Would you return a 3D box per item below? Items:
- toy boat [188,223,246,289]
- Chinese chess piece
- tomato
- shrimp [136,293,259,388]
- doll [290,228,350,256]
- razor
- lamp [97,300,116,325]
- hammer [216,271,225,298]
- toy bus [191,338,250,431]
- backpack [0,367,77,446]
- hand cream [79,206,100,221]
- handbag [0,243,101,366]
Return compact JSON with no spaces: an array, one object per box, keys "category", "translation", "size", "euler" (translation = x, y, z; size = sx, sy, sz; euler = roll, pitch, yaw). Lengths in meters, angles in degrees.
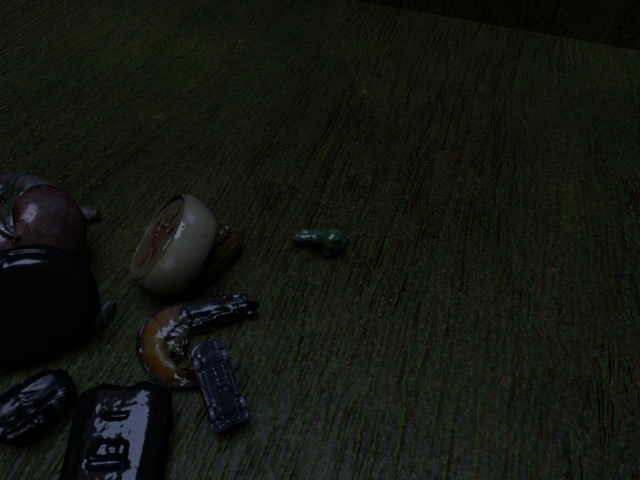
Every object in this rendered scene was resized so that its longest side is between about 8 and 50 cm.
[{"category":"toy boat","translation":[-0.275,0.036,1.245],"size":[0.068,0.088,0.226],"euler":[-5,37,47]},{"category":"Chinese chess piece","translation":[-0.350,0.011,1.177],"size":[0.103,0.249,0.250],"euler":[32,38,-32]},{"category":"tomato","translation":[-0.724,-0.012,1.157],"size":[0.316,0.283,0.317],"euler":[2,46,-3]},{"category":"shrimp","translation":[-0.265,0.220,1.106],"size":[0.290,0.054,0.222],"euler":[-17,49,-11]},{"category":"doll","translation":[0.000,0.000,1.309],"size":[0.150,0.078,0.115],"euler":[9,10,22]},{"category":"razor","translation":[-0.382,0.421,0.888],"size":[0.189,0.107,0.327],"euler":[1,49,-1]},{"category":"lamp","translation":[-0.587,0.161,1.160],"size":[0.198,0.050,0.056],"euler":[6,51,2]},{"category":"hammer","translation":[-0.247,0.107,1.229],"size":[0.019,0.036,0.110],"euler":[-7,40,-6]},{"category":"toy bus","translation":[-0.209,0.292,0.995],"size":[0.079,0.077,0.174],"euler":[-15,71,-27]},{"category":"backpack","translation":[-0.566,0.329,0.969],"size":[0.165,0.120,0.106],"euler":[-31,77,-25]},{"category":"hand cream","translation":[-0.722,-0.075,1.376],"size":[0.209,0.043,0.067],"euler":[1,25,1]},{"category":"handbag","translation":[-0.623,0.143,1.034],"size":[0.308,0.254,0.093],"euler":[-29,33,-4]}]
